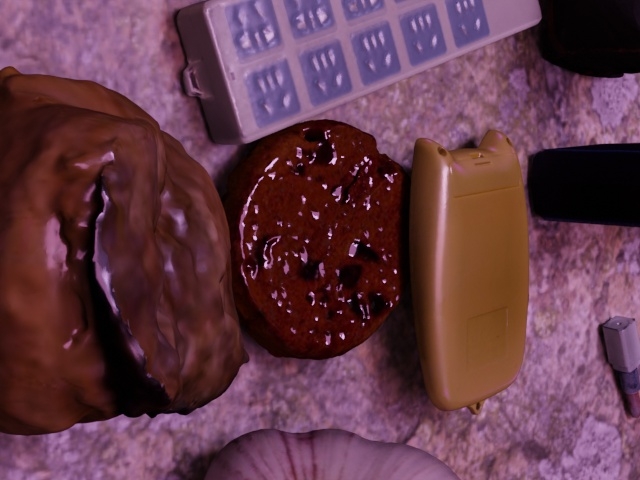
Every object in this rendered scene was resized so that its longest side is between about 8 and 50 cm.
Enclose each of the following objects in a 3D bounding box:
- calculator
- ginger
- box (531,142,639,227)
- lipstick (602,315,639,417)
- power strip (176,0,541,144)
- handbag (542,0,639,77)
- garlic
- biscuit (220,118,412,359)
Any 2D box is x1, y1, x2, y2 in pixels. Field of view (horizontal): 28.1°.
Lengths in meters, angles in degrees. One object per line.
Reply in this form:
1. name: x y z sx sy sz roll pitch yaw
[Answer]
1. calculator: 0.128 0.029 1.055 0.157 0.033 0.236 -13 103 -50
2. ginger: -0.166 0.008 0.728 0.269 0.223 0.200 17 68 -76
3. box: 0.337 -0.055 1.165 0.259 0.168 0.071 -4 97 -39
4. lipstick: 0.296 0.125 1.233 0.025 0.025 0.107 -32 117 -32
5. power strip: 0.048 -0.178 1.009 0.367 0.043 0.106 -26 107 -34
6. handbag: 0.283 -0.246 1.112 0.155 0.169 0.215 11 87 -22
7. garlic: 0.012 0.276 0.941 0.245 0.245 0.253 -49 156 -25
8. biscuit: 0.000 0.000 0.980 0.192 0.049 0.192 -2 93 -37
